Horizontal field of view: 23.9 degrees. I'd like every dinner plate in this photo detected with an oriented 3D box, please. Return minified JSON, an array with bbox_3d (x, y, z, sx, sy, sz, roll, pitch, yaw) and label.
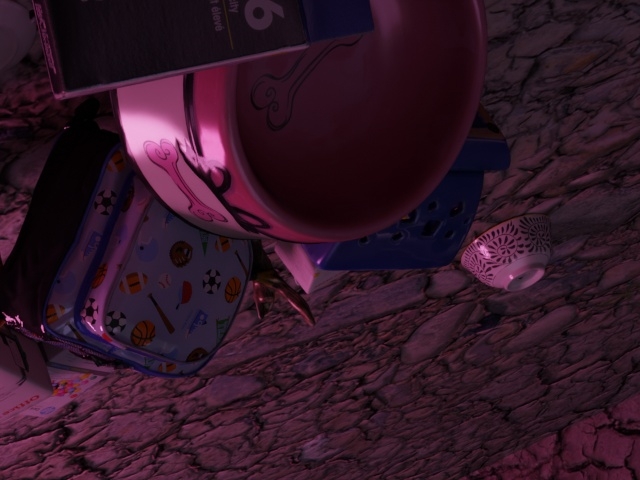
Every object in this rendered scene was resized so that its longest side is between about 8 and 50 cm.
[{"bbox_3d":[-0.361,-0.200,1.568,0.141,0.017,0.141,-19,153,-10],"label":"dinner plate"}]

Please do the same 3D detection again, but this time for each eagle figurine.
[{"bbox_3d":[-0.162,0.038,1.987,0.298,0.226,0.225,-17,122,-55],"label":"eagle figurine"}]

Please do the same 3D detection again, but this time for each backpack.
[{"bbox_3d":[-0.194,0.025,1.659,0.263,0.213,0.277,31,83,-53],"label":"backpack"}]

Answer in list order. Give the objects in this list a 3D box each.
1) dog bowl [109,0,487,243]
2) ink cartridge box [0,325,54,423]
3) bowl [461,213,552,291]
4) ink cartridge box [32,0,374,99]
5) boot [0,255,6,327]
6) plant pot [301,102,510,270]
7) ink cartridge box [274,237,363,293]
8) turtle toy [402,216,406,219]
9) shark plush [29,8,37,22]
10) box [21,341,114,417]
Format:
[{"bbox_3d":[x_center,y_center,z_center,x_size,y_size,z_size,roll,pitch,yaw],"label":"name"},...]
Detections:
[{"bbox_3d":[-0.001,-0.179,1.516,0.408,0.150,0.408,-16,117,-36],"label":"dog bowl"},{"bbox_3d":[-0.497,0.186,2.100,0.160,0.093,0.219,-28,155,8],"label":"ink cartridge box"},{"bbox_3d":[0.331,0.034,2.559,0.170,0.080,0.170,-20,155,-10],"label":"bowl"},{"bbox_3d":[-0.110,-0.299,1.295,0.307,0.304,0.072,-15,-172,-17],"label":"ink cartridge box"},{"bbox_3d":[-0.489,0.074,1.754,0.295,0.211,0.104,-34,152,20],"label":"boot"},{"bbox_3d":[0.079,-0.115,1.883,0.236,0.236,0.212,-1,139,-41],"label":"plant pot"},{"bbox_3d":[0.000,0.000,2.168,0.092,0.090,0.143,-27,158,-26],"label":"ink cartridge box"},{"bbox_3d":[0.085,-0.063,2.156,0.066,0.095,0.130,11,141,-19],"label":"turtle toy"},{"bbox_3d":[-0.222,-0.234,1.564,0.073,0.067,0.161,-40,151,30],"label":"shark plush"},{"bbox_3d":[-0.401,0.201,2.281,0.186,0.038,0.145,-34,153,21],"label":"box"}]
